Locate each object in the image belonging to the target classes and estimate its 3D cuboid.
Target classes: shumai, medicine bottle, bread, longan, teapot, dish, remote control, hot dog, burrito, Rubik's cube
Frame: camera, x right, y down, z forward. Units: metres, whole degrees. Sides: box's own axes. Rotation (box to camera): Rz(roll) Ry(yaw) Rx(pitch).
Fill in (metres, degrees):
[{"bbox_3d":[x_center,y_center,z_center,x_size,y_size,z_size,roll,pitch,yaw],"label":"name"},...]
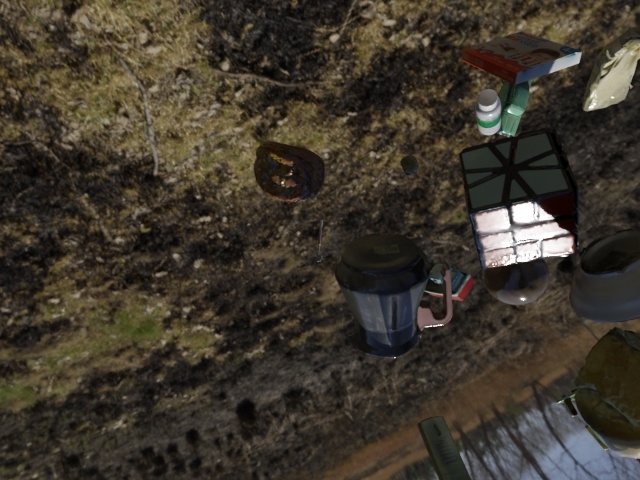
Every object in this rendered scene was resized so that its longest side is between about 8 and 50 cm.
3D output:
[{"bbox_3d":[0.386,-0.314,2.008,0.080,0.083,0.082,7,96,-54],"label":"shumai"},{"bbox_3d":[0.639,-0.489,1.806,0.095,0.095,0.260,-39,159,12],"label":"medicine bottle"},{"bbox_3d":[0.838,0.404,1.238,0.394,0.239,0.264,12,114,-41],"label":"bread"},{"bbox_3d":[0.913,0.162,2.219,0.297,0.297,0.297,-26,153,-14],"label":"longan"},{"bbox_3d":[0.243,0.183,1.558,0.375,0.306,0.362,-7,118,1],"label":"teapot"},{"bbox_3d":[0.753,0.059,1.178,0.316,0.106,0.316,-38,-169,9],"label":"dish"},{"bbox_3d":[0.392,0.677,1.497,0.097,0.234,0.038,-6,143,-20],"label":"remote control"},{"bbox_3d":[-0.123,-0.239,1.597,0.122,0.272,0.196,-36,139,-51],"label":"hot dog"},{"bbox_3d":[1.125,-0.668,1.814,0.190,0.135,0.332,-13,150,4],"label":"burrito"},{"bbox_3d":[0.588,-0.120,1.421,0.293,0.289,0.284,-8,136,19],"label":"Rubik's cube"}]

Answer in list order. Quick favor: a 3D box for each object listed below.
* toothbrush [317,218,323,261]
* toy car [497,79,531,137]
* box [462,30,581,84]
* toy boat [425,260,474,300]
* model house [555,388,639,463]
[{"bbox_3d":[-0.002,0.000,2.032,0.017,0.195,0.014,-5,156,17],"label":"toothbrush"},{"bbox_3d":[0.880,-0.645,2.170,0.141,0.097,0.321,11,96,-28],"label":"toy car"},{"bbox_3d":[0.665,-0.618,1.588,0.264,0.273,0.048,-21,131,-15],"label":"box"},{"bbox_3d":[0.495,0.156,2.044,0.133,0.331,0.145,41,77,-22],"label":"toy boat"},{"bbox_3d":[0.969,0.588,1.501,0.339,0.324,0.300,10,135,-43],"label":"model house"}]
